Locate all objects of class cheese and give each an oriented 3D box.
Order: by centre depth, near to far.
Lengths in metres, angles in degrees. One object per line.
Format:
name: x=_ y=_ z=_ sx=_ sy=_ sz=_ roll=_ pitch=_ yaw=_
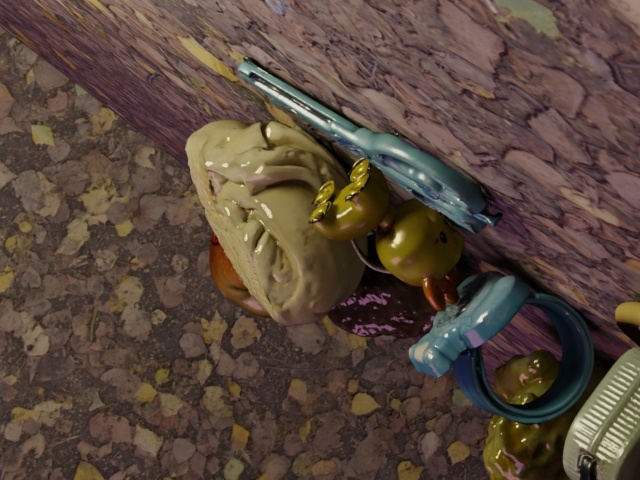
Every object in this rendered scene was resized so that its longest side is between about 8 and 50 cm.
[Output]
cheese: x=0.354 y=0.094 z=1.134 sx=0.086 sy=0.036 sz=0.162 roll=40 pitch=174 yaw=-5

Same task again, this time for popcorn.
popcorn: x=0.362 y=0.282 z=1.677 sx=0.293 sy=0.293 sz=0.237 roll=37 pitch=-148 yaw=-4

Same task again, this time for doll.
doll: x=0.101 y=-0.001 z=1.449 sx=0.221 sy=0.135 sz=0.143 roll=40 pitch=-151 yaw=-21

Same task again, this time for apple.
apple: x=-0.078 y=0.026 z=2.166 sx=0.277 sy=0.250 sz=0.309 roll=37 pitch=172 yaw=-1

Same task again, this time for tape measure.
tape measure: x=0.407 y=0.263 z=1.393 sx=0.115 sy=0.207 sz=0.235 roll=27 pitch=167 yaw=47

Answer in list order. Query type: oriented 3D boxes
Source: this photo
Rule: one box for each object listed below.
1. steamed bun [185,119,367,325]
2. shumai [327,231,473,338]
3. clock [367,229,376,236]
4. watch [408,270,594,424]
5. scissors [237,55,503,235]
steamed bun: x=-0.040 y=-0.042 z=1.590 sx=0.289 sy=0.203 sz=0.276 roll=46 pitch=158 yaw=56
shumai: x=0.120 y=0.092 z=1.694 sx=0.184 sy=0.218 sz=0.185 roll=-82 pitch=-29 yaw=-46
clock: x=0.000 y=0.001 z=1.865 sx=0.273 sy=0.049 sz=0.279 roll=38 pitch=-157 yaw=0
watch: x=0.243 y=0.148 z=1.482 sx=0.193 sy=0.211 sz=0.211 roll=42 pitch=174 yaw=-6
scissors: x=0.044 y=-0.115 z=1.322 sx=0.393 sy=0.032 sz=0.180 roll=34 pitch=174 yaw=26
